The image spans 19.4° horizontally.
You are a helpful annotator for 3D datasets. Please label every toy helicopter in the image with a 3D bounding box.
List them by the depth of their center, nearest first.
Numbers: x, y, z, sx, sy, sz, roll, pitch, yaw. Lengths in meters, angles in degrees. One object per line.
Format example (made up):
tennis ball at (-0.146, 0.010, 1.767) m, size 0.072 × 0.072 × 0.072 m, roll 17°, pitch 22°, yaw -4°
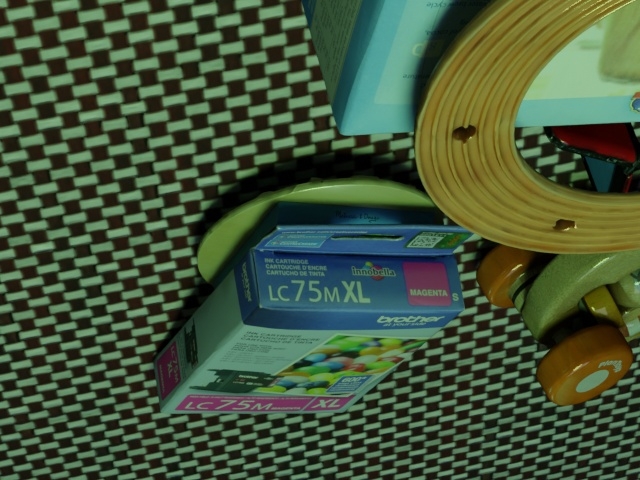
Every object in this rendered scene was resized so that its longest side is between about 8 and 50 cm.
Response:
toy helicopter at (0.325, 0.031, 1.674) m, size 0.235 × 0.140 × 0.355 m, roll -45°, pitch 147°, yaw 25°

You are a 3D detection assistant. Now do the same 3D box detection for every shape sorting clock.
shape sorting clock at (0.000, 0.000, 1.546) m, size 0.206 × 0.040 × 0.206 m, roll -7°, pitch 157°, yaw -3°

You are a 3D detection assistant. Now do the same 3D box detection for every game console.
game console at (0.176, -0.094, 1.378) m, size 0.124 × 0.144 × 0.085 m, roll 11°, pitch 138°, yaw -34°

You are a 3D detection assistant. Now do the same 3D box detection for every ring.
ring at (0.215, -0.095, 1.078) m, size 0.337 × 0.032 × 0.336 m, roll -9°, pitch 149°, yaw -6°

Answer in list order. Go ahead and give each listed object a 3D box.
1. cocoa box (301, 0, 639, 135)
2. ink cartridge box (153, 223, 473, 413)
cocoa box at (0.170, -0.220, 1.112) m, size 0.347 × 0.228 × 0.231 m, roll -4°, pitch 146°, yaw -16°
ink cartridge box at (-0.007, 0.072, 1.586) m, size 0.186 × 0.065 × 0.311 m, roll 2°, pitch 153°, yaw -24°
